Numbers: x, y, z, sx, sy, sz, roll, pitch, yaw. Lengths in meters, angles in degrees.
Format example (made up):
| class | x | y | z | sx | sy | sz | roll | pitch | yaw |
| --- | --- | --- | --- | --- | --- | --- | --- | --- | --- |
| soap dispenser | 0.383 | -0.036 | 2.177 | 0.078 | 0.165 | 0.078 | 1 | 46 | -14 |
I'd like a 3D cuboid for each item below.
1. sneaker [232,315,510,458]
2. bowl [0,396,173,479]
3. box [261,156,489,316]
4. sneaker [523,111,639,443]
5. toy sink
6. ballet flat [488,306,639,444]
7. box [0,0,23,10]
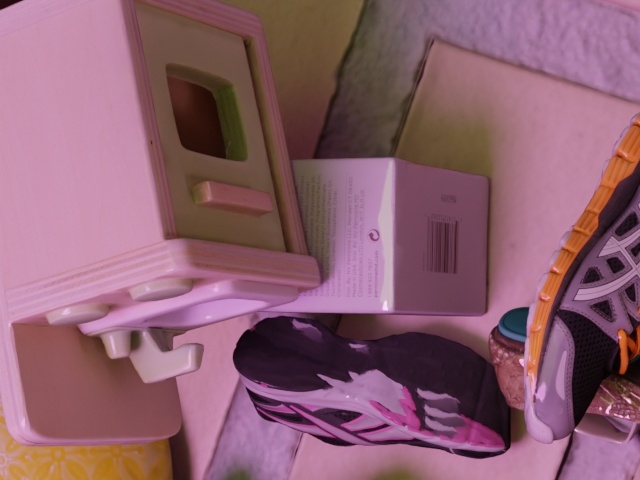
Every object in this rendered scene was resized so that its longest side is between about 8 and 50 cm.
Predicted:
| class | x | y | z | sx | sy | sz | roll | pitch | yaw |
| --- | --- | --- | --- | --- | --- | --- | --- | --- | --- |
| sneaker | 0.035 | 0.099 | 1.126 | 0.178 | 0.077 | 0.072 | 17 | 56 | 14 |
| bowl | -0.259 | 0.171 | 1.216 | 0.289 | 0.156 | 0.289 | -6 | 79 | 34 |
| box | 0.000 | 0.000 | 1.109 | 0.171 | 0.130 | 0.091 | 0 | 88 | 29 |
| sneaker | 0.174 | 0.022 | 1.000 | 0.083 | 0.084 | 0.215 | 23 | 66 | 17 |
| toy sink | -0.096 | -0.014 | 1.002 | 0.131 | 0.153 | 0.234 | -17 | 77 | 28 |
| ballet flat | 0.194 | 0.090 | 1.040 | 0.206 | 0.073 | 0.067 | 14 | 121 | 32 |
| box | -0.321 | -0.026 | 1.165 | 0.381 | 0.191 | 0.143 | -30 | 62 | 22 |
